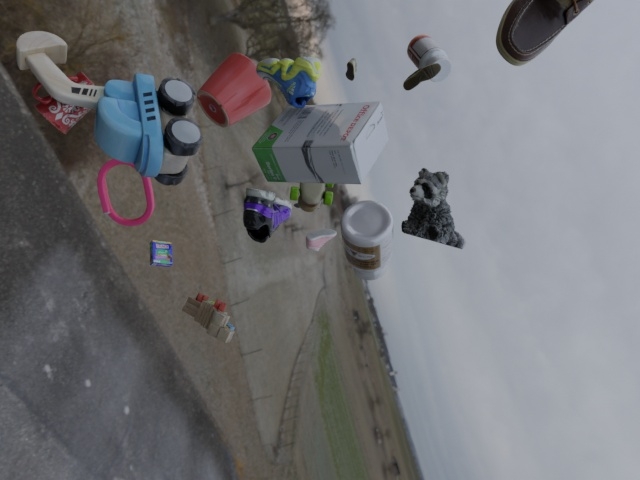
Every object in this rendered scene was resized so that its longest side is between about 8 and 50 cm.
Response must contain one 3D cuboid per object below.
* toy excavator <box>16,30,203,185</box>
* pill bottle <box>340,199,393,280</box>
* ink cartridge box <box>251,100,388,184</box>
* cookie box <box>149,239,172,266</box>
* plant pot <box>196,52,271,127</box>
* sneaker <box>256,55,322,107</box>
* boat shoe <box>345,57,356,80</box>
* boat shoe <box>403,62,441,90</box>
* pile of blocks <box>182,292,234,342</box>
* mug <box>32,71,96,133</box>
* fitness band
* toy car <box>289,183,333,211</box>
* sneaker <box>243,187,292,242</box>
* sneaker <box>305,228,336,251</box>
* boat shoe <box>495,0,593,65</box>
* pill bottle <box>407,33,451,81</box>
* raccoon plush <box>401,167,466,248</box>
[{"bbox_3d":[-0.609,-0.390,1.342,0.222,0.446,0.432,-40,-120,50],"label":"toy excavator"},{"bbox_3d":[0.126,0.010,1.221,0.229,0.131,0.131,77,-3,-57],"label":"pill bottle"},{"bbox_3d":[0.004,-0.254,1.207,0.211,0.289,0.121,-59,142,-36],"label":"ink cartridge box"},{"bbox_3d":[-0.707,0.058,2.053,0.092,0.040,0.107,9,62,-40],"label":"cookie box"},{"bbox_3d":[-0.400,-0.654,2.073,0.275,0.243,0.275,35,-24,18],"label":"plant pot"},{"bbox_3d":[-0.096,-0.422,1.248,0.240,0.091,0.126,16,-73,48],"label":"sneaker"},{"bbox_3d":[0.150,-0.801,2.170,0.050,0.045,0.135,31,-12,5],"label":"boat shoe"},{"bbox_3d":[0.380,-0.628,1.754,0.056,0.152,0.049,53,20,-35],"label":"boat shoe"},{"bbox_3d":[-0.393,0.279,1.763,0.149,0.112,0.362,26,-4,-37],"label":"pile of blocks"},{"bbox_3d":[-0.751,-0.421,1.383,0.113,0.169,0.150,46,-7,1],"label":"mug"},{"bbox_3d":[-0.807,-0.200,1.927,0.054,0.209,0.290,-115,-160,-70],"label":"fitness band"},{"bbox_3d":[-0.040,-0.170,1.768,0.188,0.155,0.148,109,-13,-65],"label":"toy car"},{"bbox_3d":[-0.168,-0.064,1.391,0.293,0.102,0.146,23,77,-77],"label":"sneaker"},{"bbox_3d":[0.000,0.000,1.800,0.051,0.134,0.070,41,-44,43],"label":"sneaker"},{"bbox_3d":[0.496,-0.508,0.939,0.123,0.342,0.123,44,-5,-4],"label":"boat shoe"},{"bbox_3d":[0.453,-0.757,1.926,0.121,0.121,0.221,67,3,-49],"label":"pill bottle"},{"bbox_3d":[0.530,-0.144,2.083,0.447,0.216,0.298,12,95,-54],"label":"raccoon plush"}]
